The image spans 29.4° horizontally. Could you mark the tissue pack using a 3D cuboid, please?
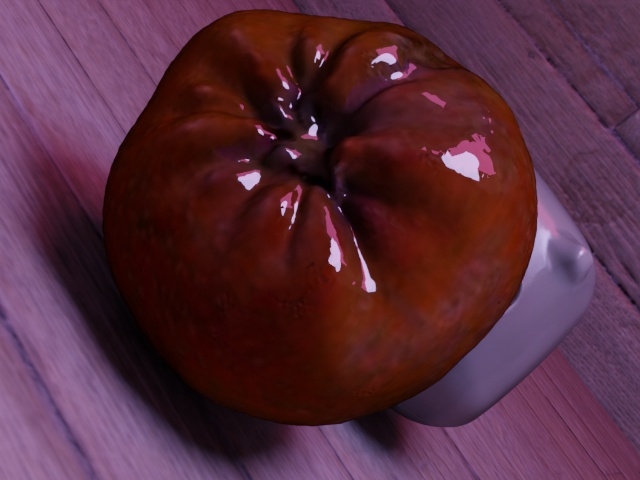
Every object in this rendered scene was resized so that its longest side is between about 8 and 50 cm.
[{"bbox_3d":[0.070,-0.012,1.038,0.333,0.229,0.236,49,-16,-2],"label":"tissue pack"}]

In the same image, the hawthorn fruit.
[{"bbox_3d":[0.000,0.000,0.817,0.277,0.277,0.298,57,-13,31],"label":"hawthorn fruit"}]
